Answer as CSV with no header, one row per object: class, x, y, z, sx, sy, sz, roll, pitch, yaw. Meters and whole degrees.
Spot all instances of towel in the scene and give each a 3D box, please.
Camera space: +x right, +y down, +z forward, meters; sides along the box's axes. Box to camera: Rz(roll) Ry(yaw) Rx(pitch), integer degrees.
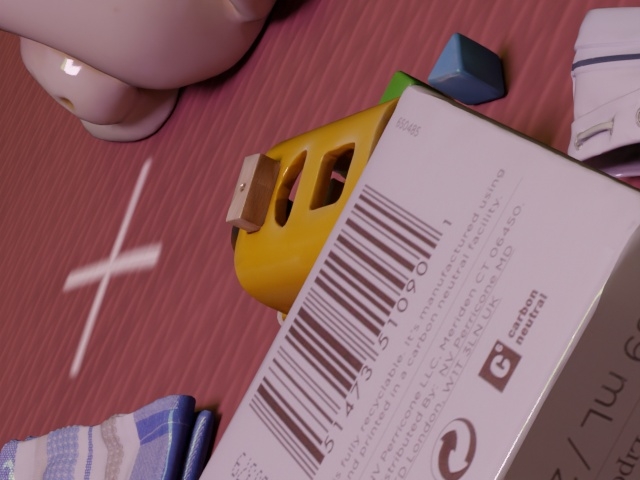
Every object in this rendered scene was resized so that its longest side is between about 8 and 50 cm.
towel,-0.165,0.209,1.016,0.285,0.034,0.209,-21,51,55

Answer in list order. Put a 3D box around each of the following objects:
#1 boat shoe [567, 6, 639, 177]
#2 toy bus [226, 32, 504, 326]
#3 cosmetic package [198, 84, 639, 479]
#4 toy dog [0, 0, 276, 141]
boat shoe,0.161,-0.047,0.588,0.226,0.083,0.076,-164,86,-75
toy bus,0.008,-0.007,0.792,0.202,0.104,0.191,-54,28,22
cosmetic package,0.091,0.069,0.479,0.151,0.183,0.151,-63,25,5
toy dog,-0.248,-0.244,1.125,0.285,0.408,0.395,-61,26,11
